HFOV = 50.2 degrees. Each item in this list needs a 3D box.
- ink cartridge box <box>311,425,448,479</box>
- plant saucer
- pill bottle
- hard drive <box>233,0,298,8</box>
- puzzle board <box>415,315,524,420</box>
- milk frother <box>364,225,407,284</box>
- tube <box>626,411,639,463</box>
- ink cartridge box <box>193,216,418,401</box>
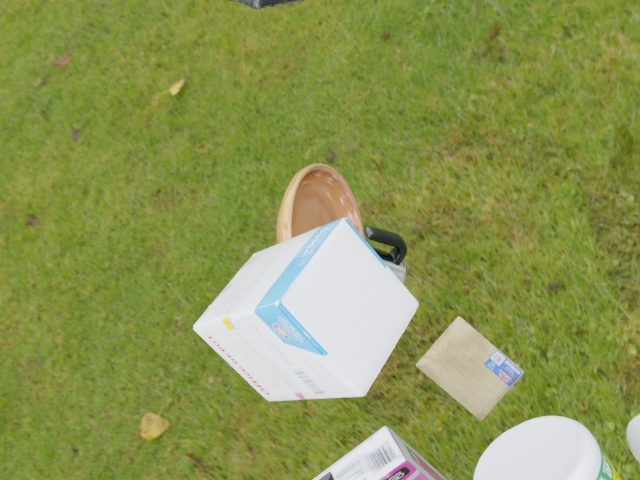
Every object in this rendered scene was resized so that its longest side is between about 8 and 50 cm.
[{"bbox_3d":[0.113,0.401,0.959,0.175,0.371,0.069,-38,43,4],"label":"ink cartridge box"},{"bbox_3d":[0.000,0.000,0.897,0.037,0.200,0.200,-9,58,30],"label":"plant saucer"},{"bbox_3d":[0.239,0.273,0.618,0.117,0.208,0.117,-33,13,9],"label":"pill bottle"},{"bbox_3d":[-0.088,-0.274,0.544,0.339,0.064,0.237,30,39,30],"label":"hard drive"},{"bbox_3d":[0.217,0.186,0.992,0.128,0.011,0.096,40,93,-4],"label":"puzzle board"},{"bbox_3d":[0.094,0.062,1.196,0.129,0.134,0.143,-42,44,38],"label":"milk frother"},{"bbox_3d":[0.372,0.135,0.627,0.240,0.070,0.062,-23,80,-31],"label":"tube"},{"bbox_3d":[-0.018,0.058,0.517,0.143,0.092,0.090,-19,27,52],"label":"ink cartridge box"}]
